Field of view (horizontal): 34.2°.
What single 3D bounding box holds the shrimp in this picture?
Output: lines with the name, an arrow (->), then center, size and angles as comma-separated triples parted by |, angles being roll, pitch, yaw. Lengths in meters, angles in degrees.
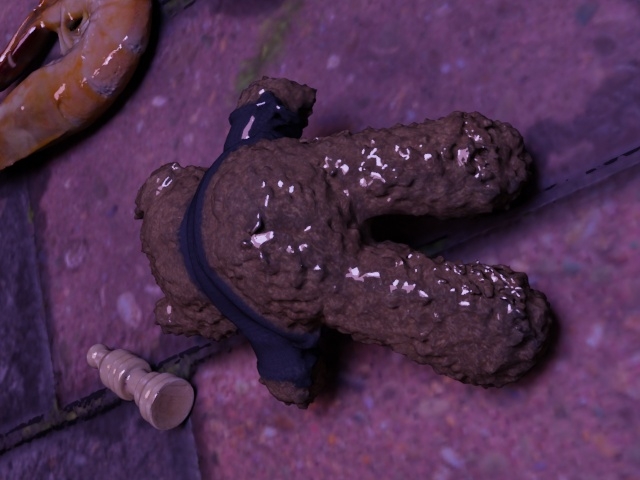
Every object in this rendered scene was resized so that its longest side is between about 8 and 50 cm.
shrimp -> -0.214, -0.125, 0.779 | 0.236, 0.053, 0.133 | -34, 65, 24

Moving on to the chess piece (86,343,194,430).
chess piece -> -0.125, 0.091, 0.685 | 0.092, 0.035, 0.035 | 22, 95, 42

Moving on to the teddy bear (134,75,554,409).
teddy bear -> -0.010, -0.004, 0.552 | 0.251, 0.129, 0.182 | -6, 76, 36
